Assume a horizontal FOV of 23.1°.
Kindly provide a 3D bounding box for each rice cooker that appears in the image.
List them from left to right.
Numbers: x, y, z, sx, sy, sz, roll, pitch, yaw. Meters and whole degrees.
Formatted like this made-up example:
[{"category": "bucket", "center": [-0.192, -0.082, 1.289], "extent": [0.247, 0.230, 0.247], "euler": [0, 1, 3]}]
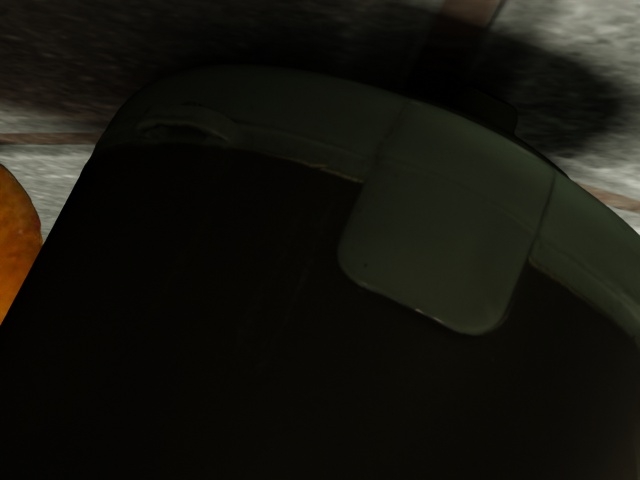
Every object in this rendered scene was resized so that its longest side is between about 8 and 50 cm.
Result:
[{"category": "rice cooker", "center": [0.001, 0.099, 0.730], "extent": [0.335, 0.325, 0.335], "euler": [21, 158, 9]}]

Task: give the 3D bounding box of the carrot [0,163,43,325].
[{"category": "carrot", "center": [-0.266, 0.015, 0.986], "extent": [0.159, 0.159, 0.225], "euler": [11, 178, -18]}]
